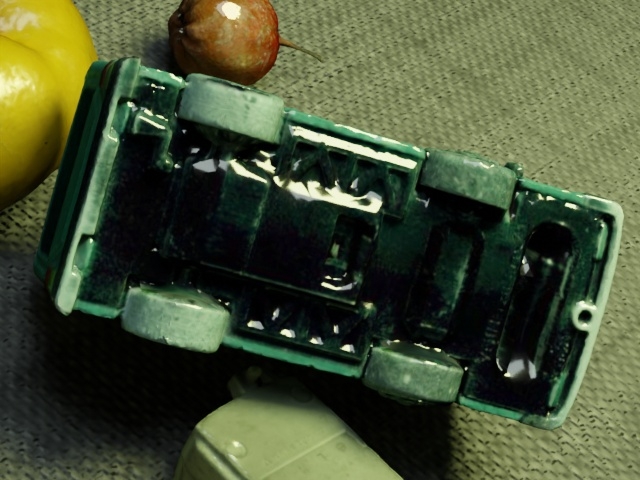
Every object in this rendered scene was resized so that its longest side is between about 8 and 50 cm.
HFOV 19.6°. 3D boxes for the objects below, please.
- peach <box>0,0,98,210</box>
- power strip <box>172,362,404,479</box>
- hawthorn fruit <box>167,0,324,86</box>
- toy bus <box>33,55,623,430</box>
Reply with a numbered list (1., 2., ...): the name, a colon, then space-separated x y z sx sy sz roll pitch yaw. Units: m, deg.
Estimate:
1. peach: -0.201 -0.087 0.960 0.179 0.103 0.179 16 38 -13
2. power strip: 0.040 0.165 0.828 0.272 0.052 0.078 43 43 22
3. hawthorn fruit: -0.040 -0.123 1.111 0.103 0.067 0.067 0 44 -29
4. toy bus: 0.000 0.000 0.898 0.256 0.128 0.147 15 2 -18
